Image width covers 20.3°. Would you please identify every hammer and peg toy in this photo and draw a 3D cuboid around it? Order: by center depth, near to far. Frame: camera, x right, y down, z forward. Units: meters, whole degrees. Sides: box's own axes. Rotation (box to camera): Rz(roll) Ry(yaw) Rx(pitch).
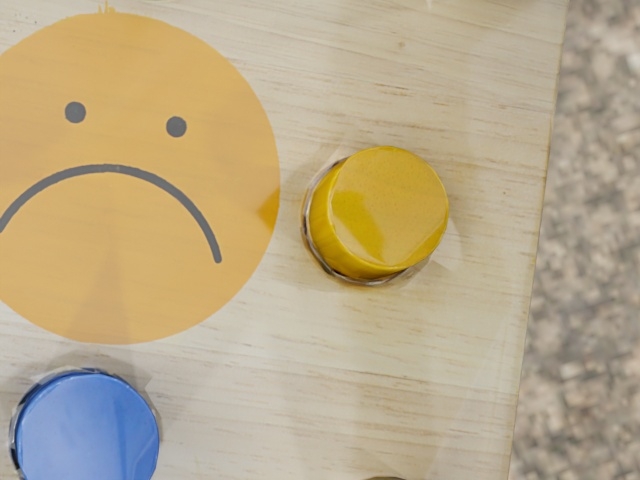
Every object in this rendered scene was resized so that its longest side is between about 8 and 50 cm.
[{"bbox_3d":[-0.113,-0.016,0.509,0.361,0.266,0.127,8,-5,-10],"label":"hammer and peg toy"}]
